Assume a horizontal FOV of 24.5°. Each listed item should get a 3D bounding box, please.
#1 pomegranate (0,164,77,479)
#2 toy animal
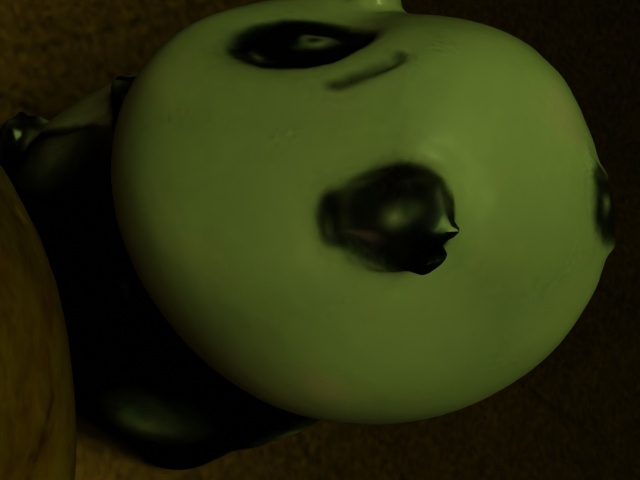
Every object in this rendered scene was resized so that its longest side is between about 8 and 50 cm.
[{"bbox_3d":[-0.216,0.049,0.349,0.322,0.322,0.322,7,79,-38],"label":"pomegranate"},{"bbox_3d":[-0.004,-0.007,0.565,0.187,0.235,0.165,-11,84,-39],"label":"toy animal"}]
